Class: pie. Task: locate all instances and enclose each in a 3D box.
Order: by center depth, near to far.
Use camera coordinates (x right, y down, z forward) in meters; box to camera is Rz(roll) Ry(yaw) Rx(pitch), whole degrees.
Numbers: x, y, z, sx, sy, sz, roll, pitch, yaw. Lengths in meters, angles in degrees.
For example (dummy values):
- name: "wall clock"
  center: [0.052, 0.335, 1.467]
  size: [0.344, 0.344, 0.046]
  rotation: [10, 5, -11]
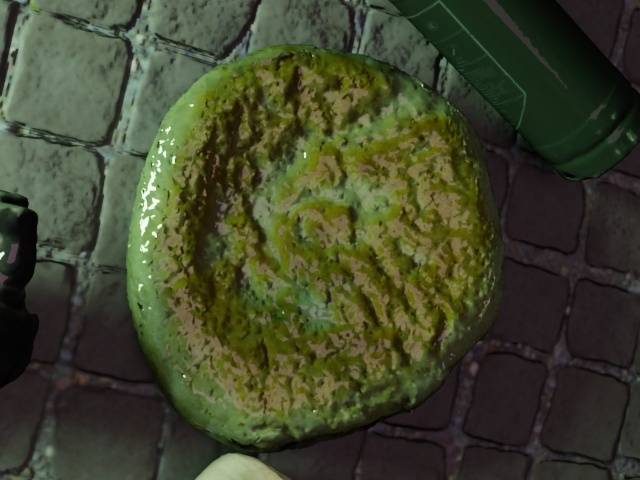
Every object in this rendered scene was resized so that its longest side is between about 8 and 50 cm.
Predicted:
- name: "pie"
  center: [0.000, 0.000, 0.794]
  size: [0.323, 0.070, 0.323]
  rotation: [1, 88, -20]

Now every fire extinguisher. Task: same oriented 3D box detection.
- name: "fire extinguisher"
  center: [0.131, -0.176, 0.816]
  size: [0.311, 0.114, 0.095]
  rotation: [43, 122, -16]

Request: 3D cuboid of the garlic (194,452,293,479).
- name: "garlic"
  center: [-0.058, 0.248, 0.765]
  size: [0.124, 0.099, 0.174]
  rotation: [21, 85, -6]

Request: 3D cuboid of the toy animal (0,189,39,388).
- name: "toy animal"
  center: [-0.348, 0.032, 0.640]
  size: [0.343, 0.106, 0.168]
  rotation: [-5, 101, -15]
